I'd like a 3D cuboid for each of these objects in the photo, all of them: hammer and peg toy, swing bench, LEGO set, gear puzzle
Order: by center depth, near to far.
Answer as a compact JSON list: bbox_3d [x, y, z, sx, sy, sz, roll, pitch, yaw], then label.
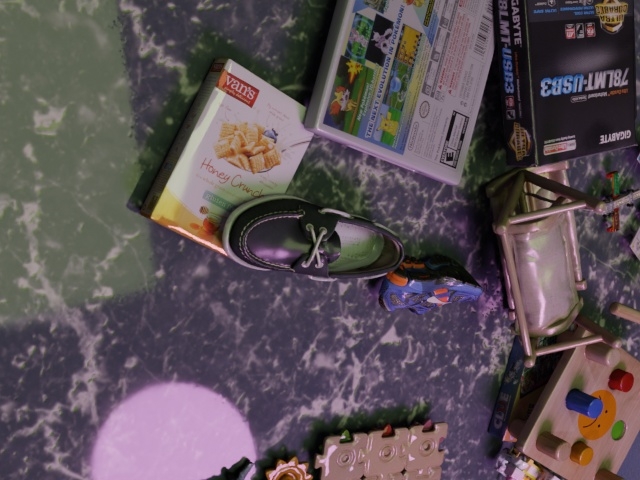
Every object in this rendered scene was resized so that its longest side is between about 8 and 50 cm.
[{"bbox_3d":[0.053,0.384,1.458,0.339,0.044,0.175,0,103,-28],"label":"gear puzzle"},{"bbox_3d":[0.371,0.028,1.471,0.165,0.254,0.253,-13,110,6],"label":"swing bench"},{"bbox_3d":[0.507,0.258,1.601,0.266,0.127,0.361,33,83,-31],"label":"hammer and peg toy"},{"bbox_3d":[0.422,0.492,1.650,0.287,0.132,0.107,36,87,-10],"label":"LEGO set"},{"bbox_3d":[0.584,-0.088,1.680,0.244,0.060,0.182,40,74,-39],"label":"LEGO set"}]

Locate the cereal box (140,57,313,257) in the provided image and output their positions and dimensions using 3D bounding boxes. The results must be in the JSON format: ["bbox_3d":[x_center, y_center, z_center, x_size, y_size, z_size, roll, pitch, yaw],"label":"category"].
[{"bbox_3d":[-0.120,-0.106,1.232,0.173,0.047,0.240,28,86,-34],"label":"cereal box"}]

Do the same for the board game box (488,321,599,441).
[{"bbox_3d":[0.411,0.253,1.642,0.165,0.042,0.243,14,93,-33],"label":"board game box"}]

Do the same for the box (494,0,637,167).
[{"bbox_3d":[0.411,-0.282,1.469,0.296,0.073,0.293,-12,101,-37],"label":"box"}]

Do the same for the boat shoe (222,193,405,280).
[{"bbox_3d":[0.000,0.000,1.269,0.303,0.091,0.114,-2,107,-43],"label":"boat shoe"}]

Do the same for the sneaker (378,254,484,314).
[{"bbox_3d":[0.174,0.076,1.445,0.221,0.083,0.087,7,124,-38],"label":"sneaker"}]

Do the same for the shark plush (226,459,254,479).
[{"bbox_3d":[-0.151,0.406,1.347,0.067,0.073,0.161,46,54,-50],"label":"shark plush"}]

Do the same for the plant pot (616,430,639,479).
[{"bbox_3d":[0.758,0.514,1.788,0.247,0.252,0.247,9,96,-33],"label":"plant pot"}]

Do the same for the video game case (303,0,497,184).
[{"bbox_3d":[0.138,-0.278,1.333,0.300,0.036,0.329,16,88,-37],"label":"video game case"}]
